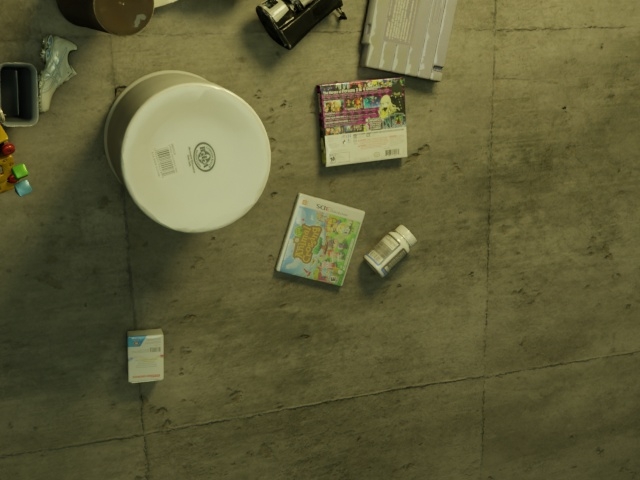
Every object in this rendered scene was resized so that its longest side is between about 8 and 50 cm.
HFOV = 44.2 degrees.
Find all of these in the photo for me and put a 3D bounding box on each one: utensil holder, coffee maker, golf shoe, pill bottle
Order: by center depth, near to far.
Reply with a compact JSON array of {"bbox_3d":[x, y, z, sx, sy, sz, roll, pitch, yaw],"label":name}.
[{"bbox_3d":[-0.297,-0.203,1.731,0.327,0.385,0.328,-5,104,-18],"label":"utensil holder"},{"bbox_3d":[-0.592,-0.367,1.766,0.085,0.069,0.176,8,101,-26],"label":"golf shoe"},{"bbox_3d":[-0.041,-0.541,1.878,0.178,0.120,0.171,-43,113,-4],"label":"coffee maker"},{"bbox_3d":[0.188,0.027,2.114,0.137,0.078,0.078,-43,112,-5],"label":"pill bottle"}]

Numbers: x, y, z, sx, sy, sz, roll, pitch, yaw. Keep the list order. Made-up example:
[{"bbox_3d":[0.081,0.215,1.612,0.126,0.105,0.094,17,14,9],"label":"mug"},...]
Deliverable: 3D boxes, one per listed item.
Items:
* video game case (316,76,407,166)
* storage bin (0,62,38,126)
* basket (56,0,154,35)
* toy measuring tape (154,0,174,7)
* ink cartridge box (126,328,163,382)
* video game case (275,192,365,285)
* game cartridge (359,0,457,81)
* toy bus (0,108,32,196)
[{"bbox_3d":[0.109,-0.306,2.026,0.231,0.042,0.210,-9,106,-16],"label":"video game case"},{"bbox_3d":[-0.682,-0.321,1.724,0.098,0.091,0.135,-7,105,-37],"label":"storage bin"},{"bbox_3d":[-0.449,-0.524,1.664,0.154,0.227,0.204,18,104,-40],"label":"basket"},{"bbox_3d":[-0.260,-0.598,1.820,0.329,0.121,0.122,-16,109,9],"label":"toy measuring tape"},{"bbox_3d":[-0.441,0.290,1.981,0.088,0.052,0.123,-2,102,-18],"label":"ink cartridge box"},{"bbox_3d":[0.000,0.000,2.074,0.193,0.023,0.213,15,98,-21],"label":"video game case"},{"bbox_3d":[0.232,-0.597,1.990,0.230,0.068,0.355,8,101,-16],"label":"game cartridge"},{"bbox_3d":[-0.720,-0.182,1.691,0.104,0.191,0.202,-28,111,-27],"label":"toy bus"}]
